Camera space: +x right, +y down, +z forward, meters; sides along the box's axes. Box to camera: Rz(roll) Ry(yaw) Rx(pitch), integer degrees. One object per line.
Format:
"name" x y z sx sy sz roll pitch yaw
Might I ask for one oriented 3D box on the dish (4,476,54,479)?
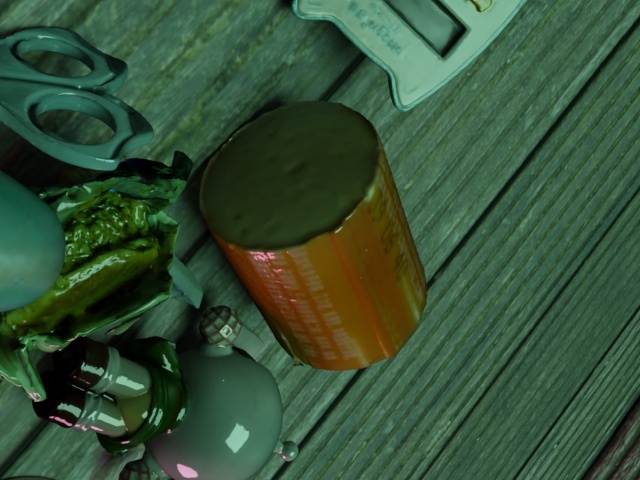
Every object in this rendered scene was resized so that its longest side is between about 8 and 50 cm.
"dish" -0.374 0.403 1.093 0.213 0.090 0.213 -29 136 -33

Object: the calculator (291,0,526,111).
"calculator" 0.153 -0.366 1.074 0.256 0.054 0.386 39 96 -21

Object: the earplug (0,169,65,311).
"earplug" -0.348 -0.023 0.646 0.323 0.185 0.185 13 107 -27

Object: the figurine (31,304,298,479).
"figurine" -0.181 0.212 1.126 0.370 0.167 0.281 29 88 -45

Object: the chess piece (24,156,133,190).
"chess piece" -0.261 -0.051 0.932 0.172 0.060 0.060 -25 133 -40

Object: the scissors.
"scissors" -0.321 -0.140 0.745 0.360 0.191 0.029 4 135 -34

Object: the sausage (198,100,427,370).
"sausage" 0.000 0.000 1.127 0.233 0.233 0.287 -45 144 -17

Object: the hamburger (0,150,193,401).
"hamburger" -0.229 0.040 0.860 0.260 0.151 0.276 -30 172 -44

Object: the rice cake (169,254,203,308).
"rice cake" -0.177 0.047 1.067 0.180 0.030 0.042 68 34 -70

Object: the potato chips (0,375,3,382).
"potato chips" -0.424 0.152 0.909 0.202 0.029 0.220 -56 146 2

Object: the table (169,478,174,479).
"table" -0.172 0.405 1.357 0.175 0.062 0.146 -32 137 -35

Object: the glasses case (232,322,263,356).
"glasses case" -0.109 0.142 1.271 0.032 0.021 0.083 -50 143 -6
